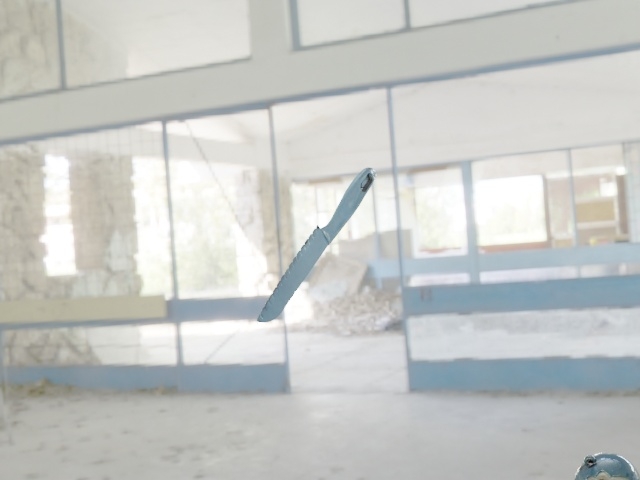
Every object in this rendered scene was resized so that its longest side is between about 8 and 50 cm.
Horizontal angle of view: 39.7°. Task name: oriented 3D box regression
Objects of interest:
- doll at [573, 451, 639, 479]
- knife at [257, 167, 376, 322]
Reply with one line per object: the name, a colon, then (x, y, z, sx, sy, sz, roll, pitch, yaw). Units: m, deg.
doll: (0.397, 0.345, 1.189, 0.114, 0.152, 0.085, -30, 15, 20)
knife: (0.000, 0.000, 1.212, 0.019, 0.044, 0.313, 8, 50, 35)
